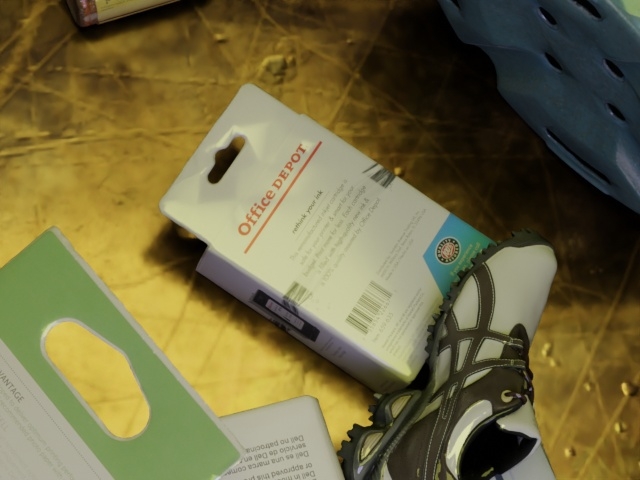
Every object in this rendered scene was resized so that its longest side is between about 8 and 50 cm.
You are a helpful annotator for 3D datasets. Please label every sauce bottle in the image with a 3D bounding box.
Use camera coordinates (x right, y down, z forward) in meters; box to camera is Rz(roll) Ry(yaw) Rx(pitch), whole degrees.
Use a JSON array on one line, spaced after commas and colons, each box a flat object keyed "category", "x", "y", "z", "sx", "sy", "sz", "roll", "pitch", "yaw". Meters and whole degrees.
[{"category": "sauce bottle", "x": -0.095, "y": -0.167, "z": 1.151, "sx": 0.128, "sy": 0.042, "sz": 0.042, "roll": -19, "pitch": 79, "yaw": -17}]

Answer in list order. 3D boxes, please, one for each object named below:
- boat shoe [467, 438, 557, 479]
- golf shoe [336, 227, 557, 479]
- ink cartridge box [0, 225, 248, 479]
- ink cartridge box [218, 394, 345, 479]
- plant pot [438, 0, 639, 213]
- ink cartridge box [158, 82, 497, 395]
[{"category": "boat shoe", "x": 0.124, "y": 0.251, "z": 1.051, "sx": 0.094, "sy": 0.109, "sz": 0.302, "roll": -19, "pitch": 68, "yaw": -2}, {"category": "golf shoe", "x": 0.097, "y": 0.083, "z": 1.045, "sx": 0.094, "sy": 0.077, "sz": 0.198, "roll": 19, "pitch": 63, "yaw": 34}, {"category": "ink cartridge box", "x": -0.171, "y": 0.130, "z": 0.927, "sx": 0.235, "sy": 0.056, "sz": 0.171, "roll": -39, "pitch": 68, "yaw": -9}, {"category": "ink cartridge box", "x": -0.060, "y": 0.244, "z": 0.982, "sx": 0.198, "sy": 0.115, "sz": 0.273, "roll": -12, "pitch": 67, "yaw": -14}, {"category": "plant pot", "x": 0.259, "y": -0.204, "z": 1.091, "sx": 0.334, "sy": 0.341, "sz": 0.341, "roll": -42, "pitch": 85, "yaw": -10}, {"category": "ink cartridge box", "x": 0.000, "y": 0.000, "z": 1.109, "sx": 0.180, "sy": 0.060, "sz": 0.104, "roll": 34, "pitch": 72, "yaw": 0}]
